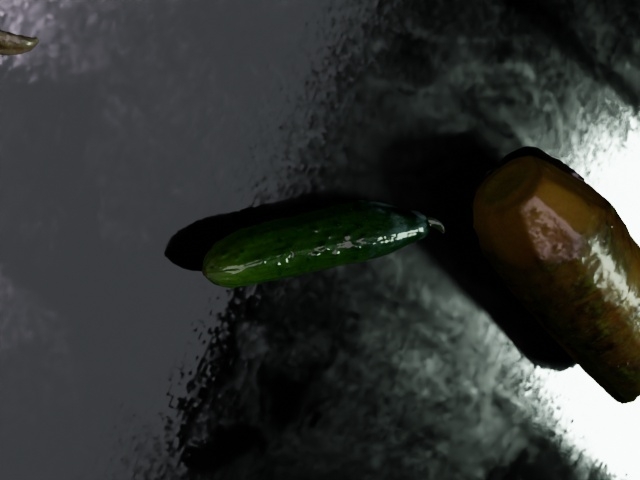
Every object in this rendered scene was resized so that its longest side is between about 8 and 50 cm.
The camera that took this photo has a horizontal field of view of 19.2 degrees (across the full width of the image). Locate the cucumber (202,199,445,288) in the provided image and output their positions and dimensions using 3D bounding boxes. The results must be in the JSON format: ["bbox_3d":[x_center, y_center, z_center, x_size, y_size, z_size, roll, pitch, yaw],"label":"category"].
[{"bbox_3d":[0.000,0.000,1.065,0.155,0.037,0.037,-12,107,-26],"label":"cucumber"}]

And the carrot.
[{"bbox_3d":[0.158,0.021,1.134,0.173,0.082,0.082,45,78,-26],"label":"carrot"}]

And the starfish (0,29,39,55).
[{"bbox_3d":[-0.243,-0.148,0.885,0.238,0.057,0.213,40,88,-26],"label":"starfish"}]
